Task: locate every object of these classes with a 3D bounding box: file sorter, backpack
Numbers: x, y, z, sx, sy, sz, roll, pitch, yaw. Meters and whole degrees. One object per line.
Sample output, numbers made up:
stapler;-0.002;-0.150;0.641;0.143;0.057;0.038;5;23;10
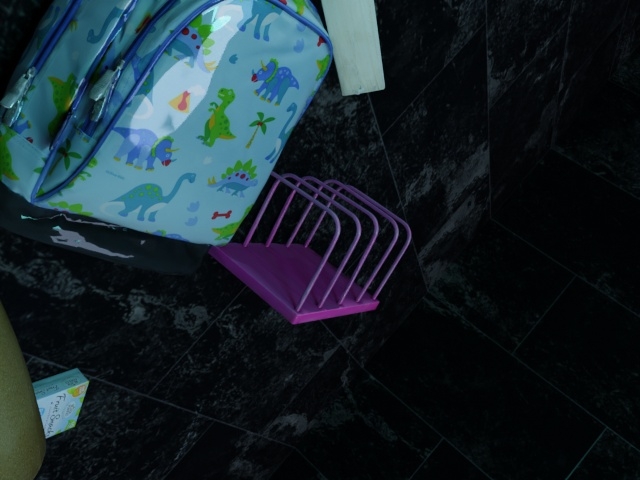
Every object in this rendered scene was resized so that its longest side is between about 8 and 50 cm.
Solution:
file sorter;0.000;0.000;1.144;0.291;0.202;0.182;1;122;-60
backpack;-0.155;-0.145;0.676;0.290;0.273;0.355;22;92;-49

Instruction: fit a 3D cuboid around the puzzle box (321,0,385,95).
puzzle box;0.001;-0.368;0.620;0.052;0.272;0.409;-10;151;6

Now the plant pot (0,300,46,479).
plant pot;-0.400;0.115;0.641;0.237;0.237;0.254;-21;125;-48

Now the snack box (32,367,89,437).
snack box;-0.418;0.252;0.965;0.141;0.037;0.100;-14;136;-53
